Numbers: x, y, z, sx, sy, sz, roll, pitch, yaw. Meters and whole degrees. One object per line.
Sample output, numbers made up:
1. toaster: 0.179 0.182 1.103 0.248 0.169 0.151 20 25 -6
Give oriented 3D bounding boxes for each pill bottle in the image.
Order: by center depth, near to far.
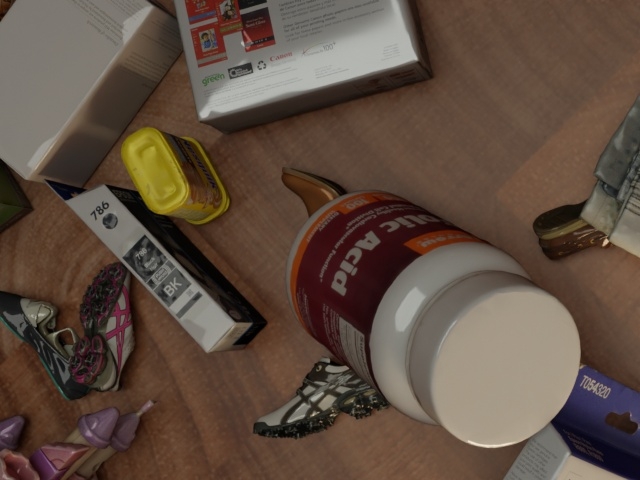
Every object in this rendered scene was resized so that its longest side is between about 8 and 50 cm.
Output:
1. pill bottle: 0.126 0.087 1.635 0.224 0.392 0.224 -7 108 -22

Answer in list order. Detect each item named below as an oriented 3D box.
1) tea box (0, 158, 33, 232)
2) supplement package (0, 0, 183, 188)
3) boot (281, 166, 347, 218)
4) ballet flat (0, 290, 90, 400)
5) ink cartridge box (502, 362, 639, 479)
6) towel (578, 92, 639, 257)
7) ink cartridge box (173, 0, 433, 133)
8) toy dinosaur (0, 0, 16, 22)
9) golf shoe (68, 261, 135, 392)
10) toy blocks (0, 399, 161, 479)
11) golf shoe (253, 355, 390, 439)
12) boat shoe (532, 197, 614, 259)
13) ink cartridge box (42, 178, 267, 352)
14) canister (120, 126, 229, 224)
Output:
1. tea box: -0.621 -0.127 1.878 0.220 0.323 0.329 -35 79 9
2. supplement package: -0.349 -0.239 1.894 0.175 0.177 0.293 38 95 12
3. boot: 0.000 0.000 1.855 0.197 0.073 0.152 32 99 15
4. ballet flat: -0.388 0.134 1.942 0.074 0.074 0.203 -40 85 9
5. ink cartridge box: 0.318 0.336 1.639 0.071 0.324 0.330 38 98 42
6. towel: 0.523 -0.089 1.688 0.324 0.056 0.312 28 92 10
7. ink cartridge box: -0.032 -0.319 1.847 0.309 0.130 0.271 -13 83 12
8. toy dinosaur: -0.471 -0.373 1.925 0.218 0.164 0.322 20 95 23
9. golf shoe: -0.298 0.124 1.925 0.067 0.086 0.186 -3 66 36
10. toy blocks: -0.375 0.296 1.821 0.260 0.288 0.309 -44 76 14
11. golf shoe: -0.003 0.210 1.850 0.198 0.077 0.094 -19 72 5
12. boat shoe: 0.369 -0.023 1.778 0.178 0.064 0.060 -18 117 6
13. ink cartridge box: -0.222 0.016 1.858 0.333 0.165 0.065 44 97 10
14. canister: -0.197 -0.087 1.854 0.073 0.170 0.126 -31 81 10
